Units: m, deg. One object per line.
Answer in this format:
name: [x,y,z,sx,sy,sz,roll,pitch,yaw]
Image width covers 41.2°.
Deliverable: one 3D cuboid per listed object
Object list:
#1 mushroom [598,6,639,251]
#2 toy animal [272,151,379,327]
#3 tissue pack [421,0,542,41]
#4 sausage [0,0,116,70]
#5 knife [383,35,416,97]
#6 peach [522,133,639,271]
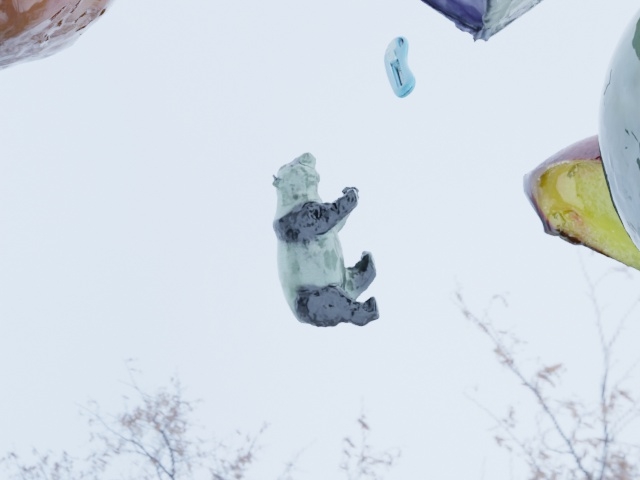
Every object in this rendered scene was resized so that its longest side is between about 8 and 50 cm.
mushroom: [0.399,-0.098,0.751,0.260,0.352,0.352,-9,-82,-1]
toy animal: [0.000,0.000,1.069,0.121,0.094,0.225,-11,-88,7]
tissue pack: [0.125,-0.380,0.891,0.242,0.343,0.125,-38,-27,-22]
sausage: [-0.207,-0.146,0.349,0.268,0.141,0.153,4,-81,-10]
knife: [0.149,-0.332,1.615,0.031,0.064,0.222,36,-153,-25]
peach: [0.389,-0.063,1.038,0.154,0.267,0.159,-28,-50,-34]
